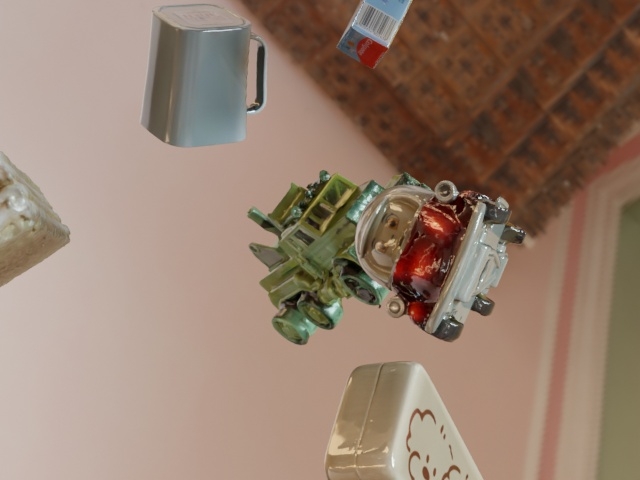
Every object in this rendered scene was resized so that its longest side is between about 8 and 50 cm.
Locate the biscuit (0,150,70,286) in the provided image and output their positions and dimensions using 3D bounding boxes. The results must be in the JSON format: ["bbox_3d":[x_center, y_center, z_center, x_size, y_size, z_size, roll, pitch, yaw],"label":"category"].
[{"bbox_3d":[-0.291,0.000,1.192,0.144,0.078,0.426,-34,-179,-7],"label":"biscuit"}]

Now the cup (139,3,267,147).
[{"bbox_3d":[-0.110,-0.166,1.461,0.128,0.129,0.095,-8,-150,-30],"label":"cup"}]

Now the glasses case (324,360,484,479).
[{"bbox_3d":[0.110,0.277,1.459,0.076,0.336,0.144,-8,-138,26],"label":"glasses case"}]

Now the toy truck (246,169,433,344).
[{"bbox_3d":[0.003,0.001,1.416,0.128,0.135,0.259,-54,-168,-23],"label":"toy truck"}]

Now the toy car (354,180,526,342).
[{"bbox_3d":[0.081,0.005,1.082,0.112,0.112,0.139,-68,161,7],"label":"toy car"}]

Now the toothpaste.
[{"bbox_3d":[0.074,-0.257,1.407,0.193,0.044,0.070,-64,-173,-24],"label":"toothpaste"}]
